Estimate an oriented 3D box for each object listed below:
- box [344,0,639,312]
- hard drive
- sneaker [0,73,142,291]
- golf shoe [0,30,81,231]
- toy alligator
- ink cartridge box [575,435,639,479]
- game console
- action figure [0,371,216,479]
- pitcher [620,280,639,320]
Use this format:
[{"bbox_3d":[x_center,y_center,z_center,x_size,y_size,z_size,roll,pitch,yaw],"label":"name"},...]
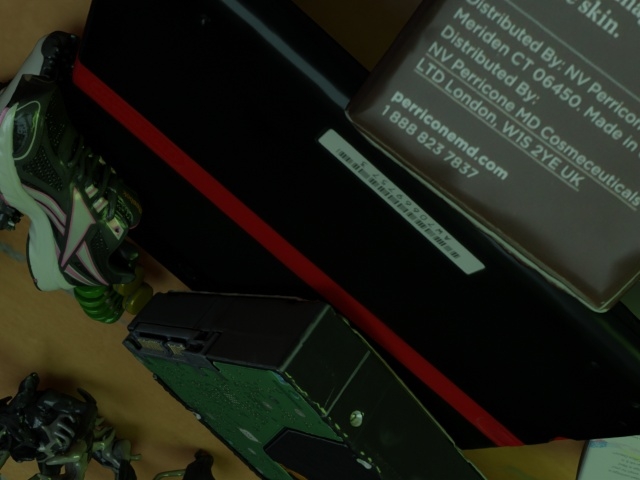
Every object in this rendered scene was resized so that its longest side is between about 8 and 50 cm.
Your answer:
[{"bbox_3d":[0.181,-0.174,0.333,0.143,0.191,0.381,38,116,-3],"label":"box"},{"bbox_3d":[0.021,0.171,0.678,0.339,0.064,0.237,49,152,-24],"label":"hard drive"},{"bbox_3d":[-0.157,-0.034,0.584,0.077,0.072,0.178,4,142,2],"label":"sneaker"},{"bbox_3d":[-0.247,-0.093,0.681,0.094,0.077,0.198,36,127,-3],"label":"golf shoe"},{"bbox_3d":[-0.178,0.024,0.703,0.056,0.051,0.189,31,156,17],"label":"toy alligator"},{"bbox_3d":[0.246,0.145,0.654,0.089,0.052,0.122,13,125,14],"label":"ink cartridge box"},{"bbox_3d":[0.000,0.000,0.569,0.386,0.060,0.342,40,153,-8],"label":"game console"},{"bbox_3d":[-0.237,0.229,0.858,0.276,0.141,0.164,23,130,2],"label":"action figure"},{"bbox_3d":[0.213,0.022,0.550,0.207,0.125,0.177,29,117,17],"label":"pitcher"}]
